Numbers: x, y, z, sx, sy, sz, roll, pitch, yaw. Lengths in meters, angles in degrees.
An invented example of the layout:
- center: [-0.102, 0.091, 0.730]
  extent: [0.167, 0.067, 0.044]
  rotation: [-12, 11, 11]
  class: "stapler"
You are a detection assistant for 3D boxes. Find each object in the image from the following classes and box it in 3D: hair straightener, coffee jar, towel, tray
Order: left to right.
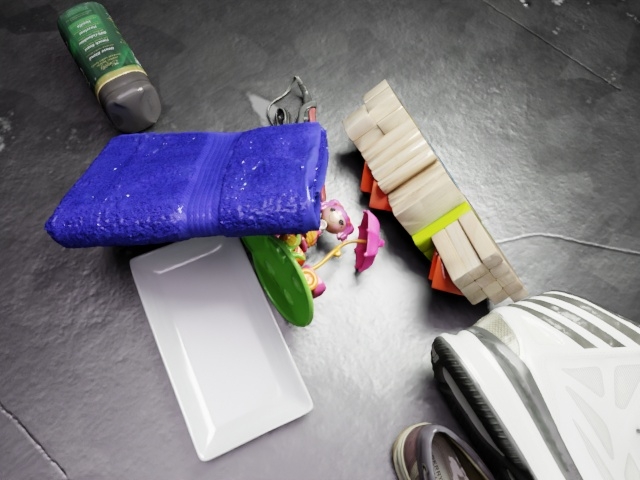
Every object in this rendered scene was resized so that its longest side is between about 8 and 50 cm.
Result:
- center: [-0.303, -0.247, 0.802]
  extent: [0.079, 0.096, 0.184]
  rotation: [-30, 72, -13]
  class: "coffee jar"
- center: [-0.145, -0.079, 0.676]
  extent: [0.309, 0.076, 0.227]
  rotation: [-5, 30, 6]
  class: "towel"
- center: [-0.128, 0.118, 0.697]
  extent: [0.145, 0.030, 0.270]
  rotation: [-22, 71, -12]
  class: "tray"
- center: [-0.043, -0.145, 0.806]
  extent: [0.089, 0.047, 0.230]
  rotation: [-2, 67, -6]
  class: "hair straightener"

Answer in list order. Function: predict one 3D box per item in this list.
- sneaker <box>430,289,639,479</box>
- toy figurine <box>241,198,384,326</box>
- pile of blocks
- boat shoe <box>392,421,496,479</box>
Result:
- center: [0.340, 0.247, 0.596]
  extent: [0.258, 0.169, 0.447]
  rotation: [-26, 71, -10]
  class: "sneaker"
- center: [0.000, 0.000, 0.719]
  extent: [0.159, 0.130, 0.173]
  rotation: [-27, 74, -27]
  class: "toy figurine"
- center: [0.133, -0.054, 0.761]
  extent: [0.113, 0.149, 0.362]
  rotation: [-34, 63, 16]
  class: "pile of blocks"
- center: [0.177, 0.330, 0.597]
  extent: [0.103, 0.092, 0.285]
  rotation: [-24, 71, -14]
  class: "boat shoe"
